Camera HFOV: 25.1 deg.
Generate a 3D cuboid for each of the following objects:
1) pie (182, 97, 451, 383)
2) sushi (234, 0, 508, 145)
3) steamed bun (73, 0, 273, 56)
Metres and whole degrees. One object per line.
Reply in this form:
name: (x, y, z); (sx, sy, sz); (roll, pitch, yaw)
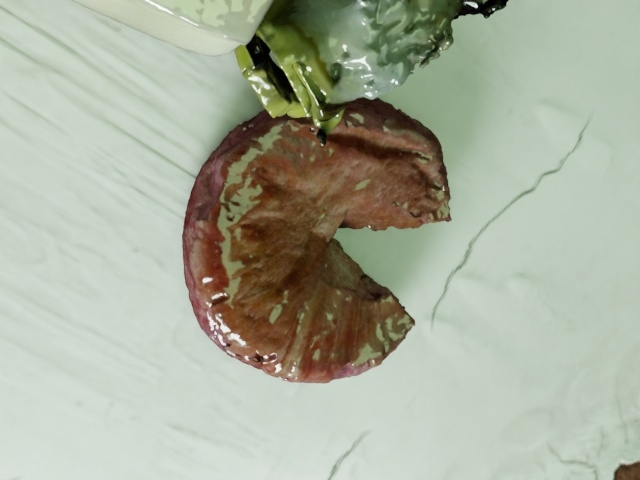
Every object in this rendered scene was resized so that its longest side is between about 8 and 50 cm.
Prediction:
pie: (0.000, 0.000, 1.042); (0.204, 0.054, 0.218); (2, 102, -25)
sushi: (0.062, -0.197, 0.959); (0.291, 0.131, 0.139); (-38, 118, -3)
steamed bun: (-0.074, -0.243, 0.885); (0.146, 0.164, 0.241); (24, 94, -26)
